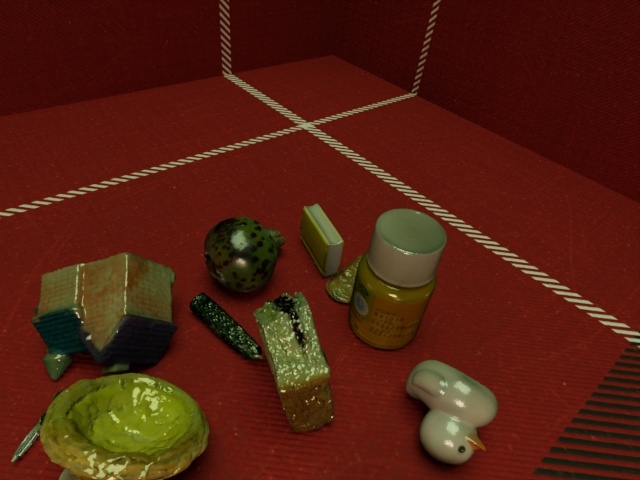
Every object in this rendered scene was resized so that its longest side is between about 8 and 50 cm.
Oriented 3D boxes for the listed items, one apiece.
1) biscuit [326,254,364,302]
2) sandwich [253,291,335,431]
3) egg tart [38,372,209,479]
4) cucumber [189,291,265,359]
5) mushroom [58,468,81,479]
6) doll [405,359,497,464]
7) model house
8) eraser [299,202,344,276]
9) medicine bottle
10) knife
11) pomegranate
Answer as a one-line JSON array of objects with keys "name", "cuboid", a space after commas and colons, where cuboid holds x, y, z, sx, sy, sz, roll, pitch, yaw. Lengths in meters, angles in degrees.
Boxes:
[{"name": "biscuit", "cuboid": [0.119, 0.129, 1.471, 0.118, 0.029, 0.247, 37, 48, 21]}, {"name": "sandwich", "cuboid": [-0.065, 0.275, 1.048, 0.131, 0.325, 0.262, -18, 47, -11]}, {"name": "egg tart", "cuboid": [-0.409, 0.412, 0.912, 0.346, 0.132, 0.345, 20, 5, -2]}, {"name": "cucumber", "cuboid": [-0.265, 0.254, 1.242, 0.294, 0.067, 0.068, 35, 48, 26]}, {"name": "mushroom", "cuboid": [-0.438, 0.522, 0.892, 0.213, 0.088, 0.097, 19, 10, 4]}, {"name": "doll", "cuboid": [0.308, 0.423, 1.069, 0.221, 0.220, 0.251, -22, 26, -29]}, {"name": "model house", "cuboid": [-0.564, 0.217, 1.143, 0.313, 0.245, 0.279, -15, 69, 13]}, {"name": "eraser", "cuboid": [0.000, 0.000, 1.501, 0.069, 0.157, 0.226, -10, 43, -22]}, {"name": "medicine bottle", "cuboid": [0.211, 0.115, 1.229, 0.225, 0.384, 0.224, 5, 42, -4]}, {"name": "knife", "cuboid": [-0.651, 0.429, 1.014, 0.022, 0.026, 0.184, 45, 36, -18]}, {"name": "pomegranate", "cuboid": [-0.221, 0.048, 1.395, 0.306, 0.242, 0.242, 10, 29, -47]}]
